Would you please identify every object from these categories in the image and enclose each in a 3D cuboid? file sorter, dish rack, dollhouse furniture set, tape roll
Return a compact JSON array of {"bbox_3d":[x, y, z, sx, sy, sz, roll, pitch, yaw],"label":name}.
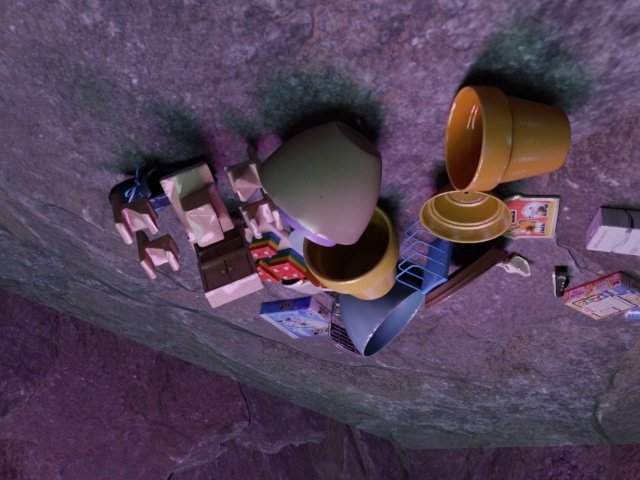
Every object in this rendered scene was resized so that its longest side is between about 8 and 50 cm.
[{"bbox_3d":[0.289,0.041,1.439,0.105,0.170,0.118,24,148,-11],"label":"file sorter"},{"bbox_3d":[0.097,0.280,1.819,0.208,0.271,0.074,29,133,-24],"label":"dish rack"},{"bbox_3d":[-0.306,-0.052,1.398,0.363,0.256,0.394,-22,135,-7],"label":"dollhouse furniture set"},{"bbox_3d":[-0.011,-0.077,1.314,0.189,0.189,0.080,28,115,-22],"label":"tape roll"}]

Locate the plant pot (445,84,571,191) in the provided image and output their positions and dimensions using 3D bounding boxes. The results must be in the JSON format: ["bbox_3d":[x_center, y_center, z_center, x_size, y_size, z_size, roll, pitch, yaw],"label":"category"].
[{"bbox_3d":[0.370,-0.198,1.016,0.188,0.204,0.205,0,149,-6],"label":"plant pot"}]

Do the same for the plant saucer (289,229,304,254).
[{"bbox_3d":[0.000,0.000,1.614,0.195,0.037,0.194,10,149,6],"label":"plant saucer"}]

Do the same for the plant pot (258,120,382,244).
[{"bbox_3d":[0.028,-0.156,1.173,0.284,0.284,0.190,28,115,-22],"label":"plant pot"}]

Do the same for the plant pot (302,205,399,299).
[{"bbox_3d":[0.110,0.050,1.460,0.254,0.253,0.239,-1,154,23],"label":"plant pot"}]

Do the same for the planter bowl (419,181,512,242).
[{"bbox_3d":[0.359,-0.089,1.276,0.218,0.090,0.217,10,148,6],"label":"planter bowl"}]

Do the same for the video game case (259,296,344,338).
[{"bbox_3d":[-0.076,0.328,2.153,0.270,0.061,0.244,-12,141,36],"label":"video game case"}]

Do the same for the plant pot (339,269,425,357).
[{"bbox_3d":[0.176,0.210,1.702,0.195,0.290,0.290,42,159,25],"label":"plant pot"}]

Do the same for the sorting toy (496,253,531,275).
[{"bbox_3d":[0.559,0.074,1.513,0.083,0.044,0.075,26,154,-20],"label":"sorting toy"}]

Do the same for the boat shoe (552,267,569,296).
[{"bbox_3d":[0.713,0.128,1.526,0.042,0.048,0.133,5,144,30],"label":"boat shoe"}]

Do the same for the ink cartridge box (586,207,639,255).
[{"bbox_3d":[0.743,-0.021,1.260,0.151,0.063,0.109,7,149,12],"label":"ink cartridge box"}]

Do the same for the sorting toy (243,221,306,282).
[{"bbox_3d":[-0.191,0.053,1.725,0.256,0.089,0.257,-13,140,37],"label":"sorting toy"}]

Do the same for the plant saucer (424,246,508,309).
[{"bbox_3d":[0.400,0.100,1.453,0.041,0.278,0.278,54,146,8],"label":"plant saucer"}]

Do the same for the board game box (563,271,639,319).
[{"bbox_3d":[0.857,0.169,1.540,0.147,0.045,0.193,25,147,-18],"label":"board game box"}]

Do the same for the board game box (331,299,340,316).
[{"bbox_3d":[0.140,0.279,2.020,0.187,0.026,0.126,13,149,0],"label":"board game box"}]

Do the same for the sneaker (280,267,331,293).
[{"bbox_3d":[-0.003,0.141,1.806,0.263,0.099,0.121,2,155,33],"label":"sneaker"}]

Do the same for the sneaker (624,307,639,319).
[{"bbox_3d":[1.019,0.221,1.525,0.211,0.081,0.080,-7,145,33],"label":"sneaker"}]

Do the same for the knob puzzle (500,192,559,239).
[{"bbox_3d":[0.506,-0.052,1.337,0.214,0.029,0.213,10,149,6],"label":"knob puzzle"}]

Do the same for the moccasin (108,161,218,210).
[{"bbox_3d":[-0.460,-0.165,1.457,0.343,0.137,0.117,-12,156,15],"label":"moccasin"}]
